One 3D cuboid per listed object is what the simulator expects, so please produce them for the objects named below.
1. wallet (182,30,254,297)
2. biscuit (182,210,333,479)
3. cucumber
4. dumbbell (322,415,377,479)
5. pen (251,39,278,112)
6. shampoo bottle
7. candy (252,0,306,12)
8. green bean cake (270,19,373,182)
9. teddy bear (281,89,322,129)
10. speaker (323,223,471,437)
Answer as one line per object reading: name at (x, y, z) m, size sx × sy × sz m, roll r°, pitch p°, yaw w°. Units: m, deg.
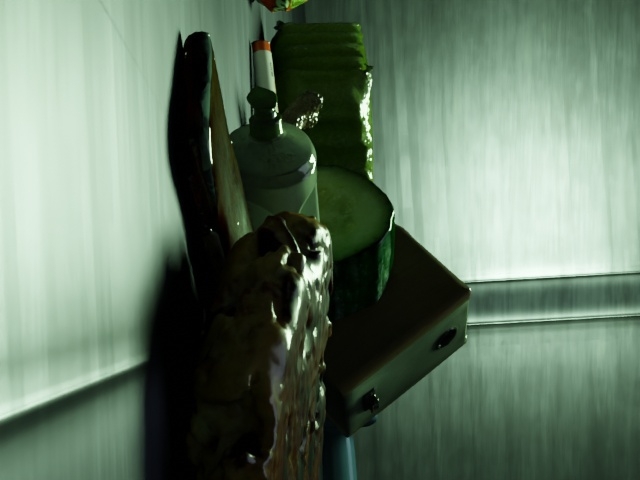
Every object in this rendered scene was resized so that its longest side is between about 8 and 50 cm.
wallet at (-0.080, -0.030, 0.851) m, size 0.255 × 0.031 × 0.137 m, roll 82°, pitch 7°, yaw -48°
biscuit at (-0.044, 0.135, 0.780) m, size 0.289 × 0.081 × 0.334 m, roll 84°, pitch 11°, yaw -46°
cucumber at (0.009, -0.004, 1.357) m, size 0.130 × 0.191 × 0.191 m, roll 93°, pitch -4°, yaw -53°
dumbbell at (0.033, 0.398, 1.758) m, size 0.144 × 0.156 × 0.316 m, roll 18°, pitch 65°, yaw -56°
pen at (-0.063, -0.144, 1.333) m, size 0.028 × 0.028 × 0.239 m, roll 80°, pitch 2°, yaw -73°
shampoo bottle at (-0.045, -0.036, 1.024) m, size 0.118 × 0.087 × 0.234 m, roll -119°, pitch -160°, yaw -54°
candy at (-0.074, -0.423, 1.473) m, size 0.078 × 0.084 × 0.287 m, roll 89°, pitch -10°, yaw -51°
green bean cake at (-0.001, -0.177, 1.560) m, size 0.250 × 0.156 × 0.246 m, roll -91°, pitch 178°, yaw -55°
teddy bear at (-0.053, -0.102, 1.239) m, size 0.119 × 0.078 × 0.160 m, roll 140°, pitch -34°, yaw -79°
speaker at (0.069, 0.119, 1.444) m, size 0.192 × 0.231 × 0.153 m, roll 43°, pitch -21°, yaw 28°
